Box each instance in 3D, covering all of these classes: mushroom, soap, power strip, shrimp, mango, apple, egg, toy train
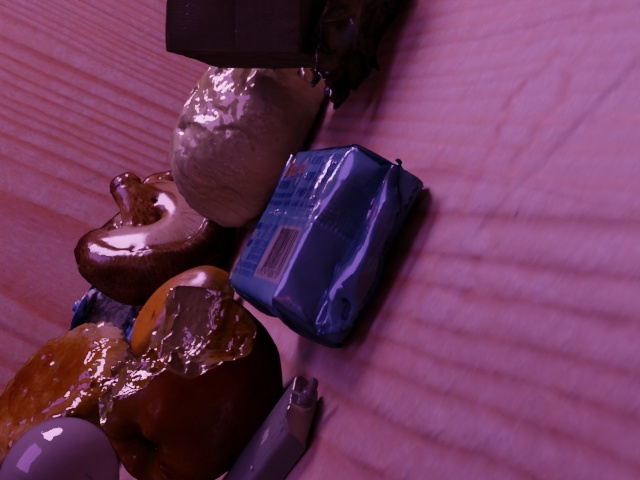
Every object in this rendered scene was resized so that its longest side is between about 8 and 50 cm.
[{"bbox_3d":[-0.204,0.006,2.099,0.231,0.194,0.138,-39,-33,-33],"label":"mushroom"},{"bbox_3d":[0.000,0.000,1.359,0.156,0.077,0.293,-63,11,-2],"label":"soap"},{"bbox_3d":[-0.055,0.188,1.304,0.253,0.027,0.060,-55,12,38],"label":"power strip"},{"bbox_3d":[0.090,-0.311,1.708,0.272,0.085,0.445,-41,20,51],"label":"shrimp"},{"bbox_3d":[-0.158,0.088,1.880,0.165,0.089,0.115,-56,14,23],"label":"mango"},{"bbox_3d":[-0.111,0.136,1.388,0.156,0.147,0.158,-4,46,41],"label":"apple"},{"bbox_3d":[-0.327,0.308,2.003,0.146,0.146,0.199,-82,15,-60],"label":"egg"},{"bbox_3d":[-0.351,0.192,2.488,0.300,0.131,0.202,-62,3,3],"label":"toy train"}]

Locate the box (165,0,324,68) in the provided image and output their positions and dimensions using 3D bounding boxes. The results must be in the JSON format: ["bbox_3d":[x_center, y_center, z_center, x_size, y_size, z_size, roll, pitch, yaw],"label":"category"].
[{"bbox_3d":[-0.067,-0.270,1.775,0.231,0.155,0.149,-12,-77,-81],"label":"box"}]

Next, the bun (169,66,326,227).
[{"bbox_3d":[-0.098,-0.138,1.978,0.244,0.153,0.244,-58,18,30],"label":"bun"}]

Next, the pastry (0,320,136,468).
[{"bbox_3d":[-0.344,0.231,2.224,0.257,0.121,0.236,-41,29,2],"label":"pastry"}]
